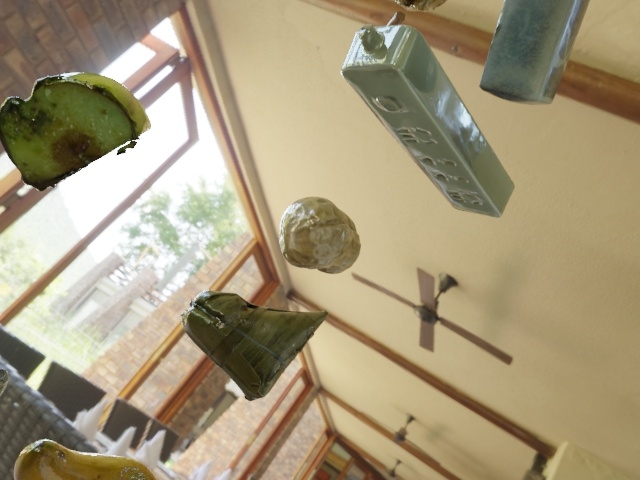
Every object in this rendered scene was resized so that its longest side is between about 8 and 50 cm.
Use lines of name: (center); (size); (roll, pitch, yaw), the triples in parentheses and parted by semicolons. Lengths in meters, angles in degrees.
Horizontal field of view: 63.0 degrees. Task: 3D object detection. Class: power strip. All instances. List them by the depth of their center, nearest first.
power strip: (0.149, -0.138, 0.674); (0.091, 0.062, 0.385); (16, -13, 41)

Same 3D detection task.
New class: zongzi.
zongzi: (-0.135, 0.164, 1.128); (0.251, 0.274, 0.125); (48, -34, -7)

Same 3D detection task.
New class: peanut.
peanut: (0.000, 0.000, 0.571); (0.080, 0.080, 0.174); (30, -2, 19)

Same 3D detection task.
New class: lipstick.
lipstick: (0.234, -0.279, 0.504); (0.076, 0.077, 0.290); (25, -67, 27)

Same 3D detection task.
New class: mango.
mango: (-0.270, 0.290, 0.610); (0.190, 0.098, 0.075); (42, 5, -38)

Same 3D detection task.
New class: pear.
pear: (-0.427, -0.231, 0.979); (0.164, 0.238, 0.255); (62, 14, -19)

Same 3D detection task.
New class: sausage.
sausage: (0.163, -0.507, 1.264); (0.026, 0.026, 0.116); (42, -30, -9)

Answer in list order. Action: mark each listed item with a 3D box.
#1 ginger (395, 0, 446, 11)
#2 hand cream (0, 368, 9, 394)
ginger: (0.217, -0.587, 0.890); (0.166, 0.236, 0.375); (15, -71, 25)
hand cream: (-0.443, 0.202, 0.717); (0.022, 0.035, 0.102); (28, -44, -15)
